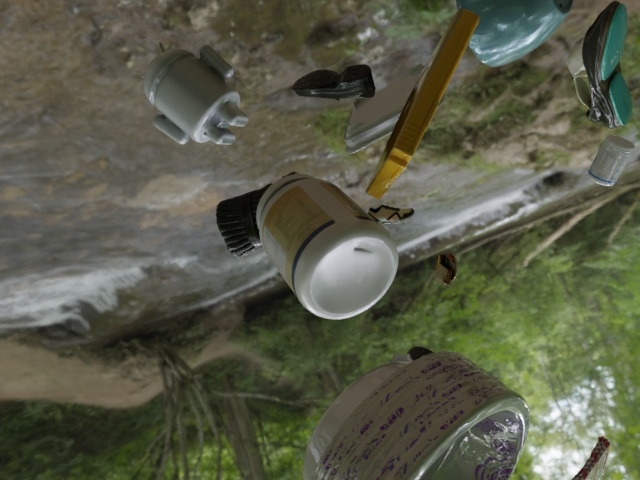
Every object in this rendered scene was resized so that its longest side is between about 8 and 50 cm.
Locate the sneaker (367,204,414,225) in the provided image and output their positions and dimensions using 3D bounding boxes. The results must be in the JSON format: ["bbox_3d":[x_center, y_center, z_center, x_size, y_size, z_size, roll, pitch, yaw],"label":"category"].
[{"bbox_3d":[0.159,-0.061,1.310,0.109,0.043,0.040,-10,-158,11],"label":"sneaker"}]

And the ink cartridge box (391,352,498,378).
[{"bbox_3d":[0.339,0.449,1.660,0.311,0.186,0.065,7,146,26],"label":"ink cartridge box"}]

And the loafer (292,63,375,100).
[{"bbox_3d":[0.025,-0.293,1.116,0.170,0.062,0.061,4,146,30],"label":"loafer"}]

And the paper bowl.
[{"bbox_3d":[0.095,0.254,0.656,0.284,0.284,0.148,-22,-142,-31],"label":"paper bowl"}]

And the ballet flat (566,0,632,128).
[{"bbox_3d":[0.518,-0.317,1.079,0.096,0.280,0.095,23,-113,41],"label":"ballet flat"}]

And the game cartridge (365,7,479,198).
[{"bbox_3d":[0.196,-0.258,1.165,0.285,0.053,0.323,119,-5,-81],"label":"game cartridge"}]

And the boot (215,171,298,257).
[{"bbox_3d":[-0.131,0.004,1.569,0.260,0.348,0.131,-23,156,14],"label":"boot"}]

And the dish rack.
[{"bbox_3d":[0.210,-0.413,1.738,0.333,0.072,0.285,-23,-151,27],"label":"dish rack"}]

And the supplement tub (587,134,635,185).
[{"bbox_3d":[0.705,-0.193,1.402,0.071,0.071,0.107,-19,136,-40],"label":"supplement tub"}]

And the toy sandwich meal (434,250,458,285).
[{"bbox_3d":[0.312,0.069,1.442,0.029,0.085,0.085,-3,165,-23],"label":"toy sandwich meal"}]

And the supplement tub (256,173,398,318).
[{"bbox_3d":[0.000,0.000,1.262,0.228,0.228,0.316,-23,-144,-14],"label":"supplement tub"}]

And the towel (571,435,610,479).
[{"bbox_3d":[0.618,0.568,1.355,0.197,0.144,0.029,-36,-138,-28],"label":"towel"}]

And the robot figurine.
[{"bbox_3d":[-0.388,-0.437,1.743,0.300,0.353,0.200,-50,175,12],"label":"robot figurine"}]

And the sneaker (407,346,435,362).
[{"bbox_3d":[0.283,0.366,1.415,0.084,0.234,0.097,-4,129,-39],"label":"sneaker"}]

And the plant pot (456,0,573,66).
[{"bbox_3d":[0.499,-0.595,1.416,0.290,0.290,0.195,-19,-167,-41],"label":"plant pot"}]
